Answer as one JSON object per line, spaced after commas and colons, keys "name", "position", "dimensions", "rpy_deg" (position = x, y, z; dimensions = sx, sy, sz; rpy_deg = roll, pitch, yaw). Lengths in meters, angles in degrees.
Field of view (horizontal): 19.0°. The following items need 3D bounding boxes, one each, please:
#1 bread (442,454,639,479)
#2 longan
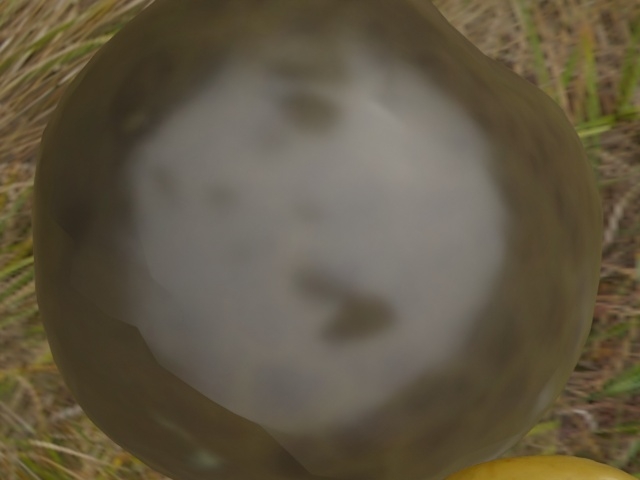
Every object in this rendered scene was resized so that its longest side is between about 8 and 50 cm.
{"name": "bread", "position": [0.111, 0.183, 0.936], "dimensions": [0.134, 0.085, 0.173], "rpy_deg": [6, 57, -1]}
{"name": "longan", "position": [0.000, 0.000, 1.279], "dimensions": [0.404, 0.336, 0.405], "rpy_deg": [-3, 96, -26]}
